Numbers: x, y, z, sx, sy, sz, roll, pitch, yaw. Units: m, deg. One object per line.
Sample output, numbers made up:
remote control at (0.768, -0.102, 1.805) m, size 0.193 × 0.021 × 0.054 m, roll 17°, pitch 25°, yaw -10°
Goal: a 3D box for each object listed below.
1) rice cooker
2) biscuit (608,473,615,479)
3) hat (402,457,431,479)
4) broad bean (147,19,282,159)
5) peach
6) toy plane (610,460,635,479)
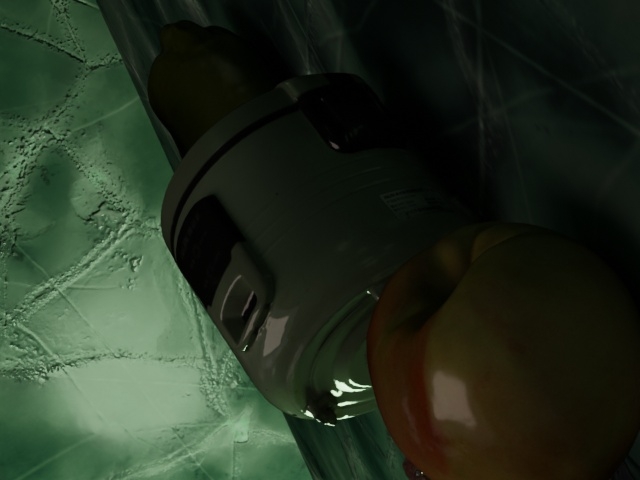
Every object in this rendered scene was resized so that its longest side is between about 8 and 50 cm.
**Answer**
rice cooker at (0.000, 0.000, 1.107) m, size 0.244 × 0.226 × 0.226 m, roll 58°, pitch 168°, yaw 34°
biscuit at (0.228, 0.230, 1.115) m, size 0.133 × 0.027 × 0.184 m, roll 51°, pitch 165°, yaw 38°
hat at (0.161, 0.284, 1.334) m, size 0.237 × 0.107 × 0.286 m, roll 43°, pitch 171°, yaw 10°
broad bean at (-0.083, -0.105, 1.488) m, size 0.291 × 0.119 × 0.238 m, roll 54°, pitch 158°, yaw 25°
peach at (0.119, 0.081, 0.886) m, size 0.184 × 0.184 × 0.184 m, roll 58°, pitch 168°, yaw 19°
toy plane at (0.212, 0.247, 0.969) m, size 0.226 × 0.058 × 0.226 m, roll -27°, pitch 46°, yaw 56°
